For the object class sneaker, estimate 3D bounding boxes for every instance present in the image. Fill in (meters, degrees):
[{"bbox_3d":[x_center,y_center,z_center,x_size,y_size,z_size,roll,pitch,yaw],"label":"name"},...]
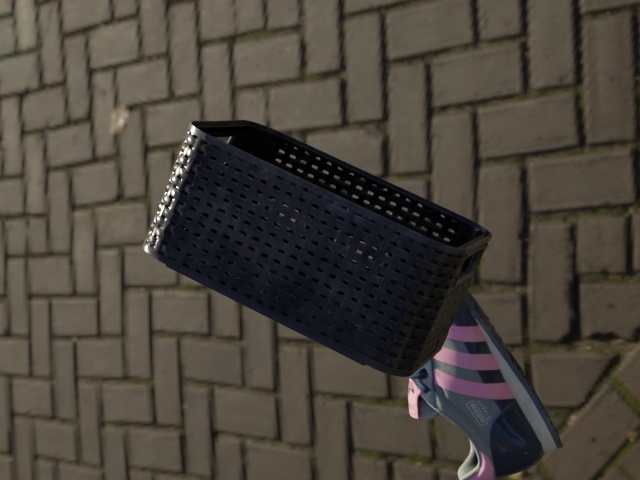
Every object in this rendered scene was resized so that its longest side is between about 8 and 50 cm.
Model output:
[{"bbox_3d":[0.131,0.125,1.372,0.131,0.112,0.319,-33,94,6],"label":"sneaker"}]

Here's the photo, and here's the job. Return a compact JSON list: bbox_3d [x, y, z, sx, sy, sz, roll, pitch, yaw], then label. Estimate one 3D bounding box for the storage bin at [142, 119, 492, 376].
[{"bbox_3d":[0.000,0.000,0.768,0.180,0.122,0.084,26,103,13],"label":"storage bin"}]
